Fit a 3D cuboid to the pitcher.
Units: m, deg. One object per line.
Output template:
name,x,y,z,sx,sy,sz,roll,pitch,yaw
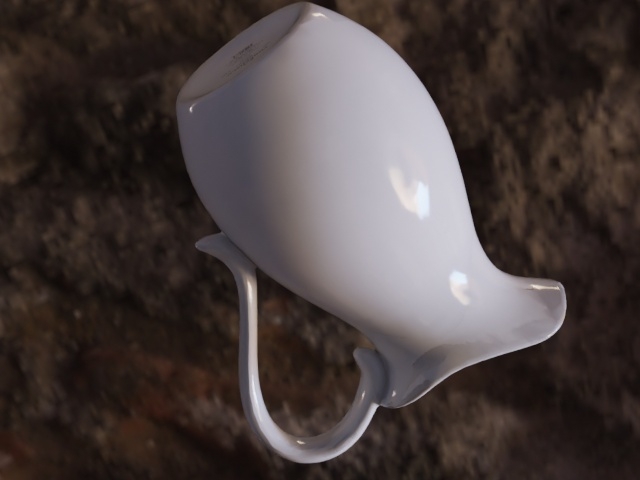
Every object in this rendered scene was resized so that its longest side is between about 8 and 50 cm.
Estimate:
pitcher,0.000,0.000,0.982,0.178,0.207,0.125,-37,-162,-1
